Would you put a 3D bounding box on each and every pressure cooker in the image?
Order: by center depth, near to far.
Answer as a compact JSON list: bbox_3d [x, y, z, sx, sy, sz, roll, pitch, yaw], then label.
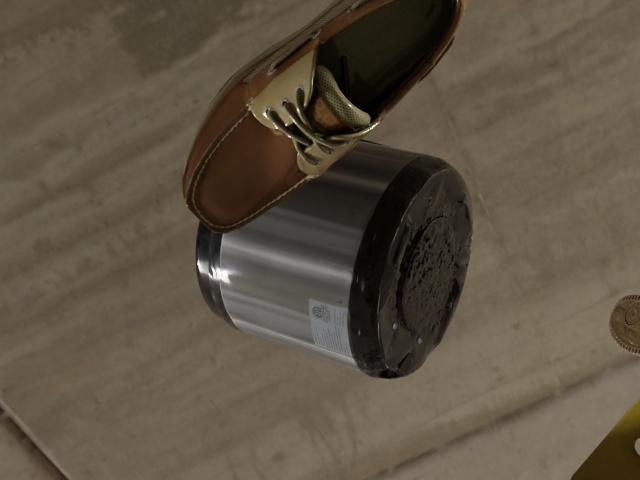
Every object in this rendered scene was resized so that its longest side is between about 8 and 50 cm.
[{"bbox_3d":[-0.003,0.002,1.479,0.420,0.375,0.369,14,-89,29],"label":"pressure cooker"}]

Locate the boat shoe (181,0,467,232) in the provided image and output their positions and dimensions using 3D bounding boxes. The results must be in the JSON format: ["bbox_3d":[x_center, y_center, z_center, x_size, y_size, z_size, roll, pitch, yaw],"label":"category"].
[{"bbox_3d":[-0.001,-0.132,0.805,0.324,0.122,0.120,-45,-162,11],"label":"boat shoe"}]

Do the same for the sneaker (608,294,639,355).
[{"bbox_3d":[0.618,0.177,1.516,0.099,0.153,0.282,-67,-160,3],"label":"sneaker"}]

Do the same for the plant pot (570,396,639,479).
[{"bbox_3d":[0.328,0.193,0.727,0.212,0.187,0.212,47,-68,36],"label":"plant pot"}]
